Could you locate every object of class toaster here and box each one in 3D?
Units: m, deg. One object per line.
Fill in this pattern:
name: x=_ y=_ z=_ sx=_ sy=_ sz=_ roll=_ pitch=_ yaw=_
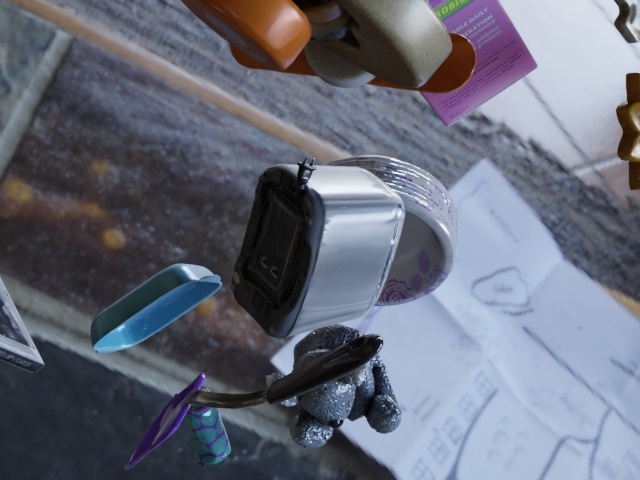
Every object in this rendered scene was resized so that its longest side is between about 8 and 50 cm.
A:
toaster: x=0.000 y=0.000 z=1.262 sx=0.146 sy=0.227 sz=0.129 roll=-5 pitch=32 yaw=-38

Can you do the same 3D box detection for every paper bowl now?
paper bowl: x=0.088 y=-0.029 z=1.836 sx=0.284 sy=0.284 sz=0.148 roll=25 pitch=46 yaw=-15

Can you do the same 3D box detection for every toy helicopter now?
toy helicopter: x=-0.039 y=-0.192 z=0.762 sx=0.355 sy=0.140 sz=0.235 roll=35 pitch=-1 yaw=44

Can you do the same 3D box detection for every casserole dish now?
casserole dish: x=-0.209 y=0.080 z=1.366 sx=0.037 sy=0.188 sz=0.114 roll=60 pitch=17 yaw=15

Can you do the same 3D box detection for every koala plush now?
koala plush: x=0.011 y=0.230 z=1.786 sx=0.221 sy=0.196 sz=0.203 roll=27 pitch=50 yaw=-74

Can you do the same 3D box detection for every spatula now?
spatula: x=-0.062 y=0.129 z=0.932 sx=0.030 sy=0.296 sz=0.084 roll=53 pitch=36 yaw=-21

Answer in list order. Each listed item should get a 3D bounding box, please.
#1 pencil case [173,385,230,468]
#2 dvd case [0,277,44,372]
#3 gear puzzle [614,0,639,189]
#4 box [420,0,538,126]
pencil case: x=-0.200 y=0.315 z=1.861 sx=0.070 sy=0.152 sz=0.064 roll=6 pitch=43 yaw=18
dvd case: x=-0.547 y=0.096 z=1.775 sx=0.239 sy=0.029 sz=0.179 roll=56 pitch=4 yaw=24
gear puzzle: x=0.248 y=-0.188 z=0.712 sx=0.175 sy=0.044 sz=0.339 roll=34 pitch=68 yaw=-43
box: x=0.089 y=-0.275 z=1.111 sx=0.243 sy=0.117 sz=0.214 roll=41 pitch=21 yaw=-50
